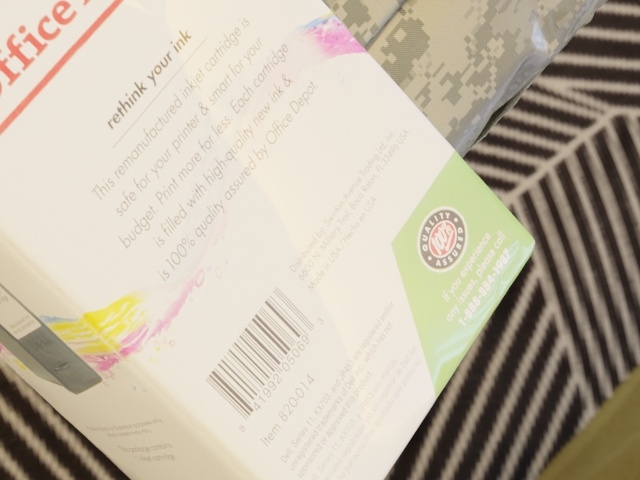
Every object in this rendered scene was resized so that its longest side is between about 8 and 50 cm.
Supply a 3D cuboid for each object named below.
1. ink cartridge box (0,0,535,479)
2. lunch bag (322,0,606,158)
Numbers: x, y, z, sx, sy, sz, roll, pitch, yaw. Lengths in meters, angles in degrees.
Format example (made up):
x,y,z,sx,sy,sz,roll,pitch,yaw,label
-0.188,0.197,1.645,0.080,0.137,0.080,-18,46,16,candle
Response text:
x,y,z,sx,sy,sz,roll,pitch,yaw,label
-0.087,-0.041,0.753,0.353,0.119,0.207,47,60,-18,ink cartridge box
0.040,-0.159,0.992,0.305,0.212,0.256,-49,117,-3,lunch bag
